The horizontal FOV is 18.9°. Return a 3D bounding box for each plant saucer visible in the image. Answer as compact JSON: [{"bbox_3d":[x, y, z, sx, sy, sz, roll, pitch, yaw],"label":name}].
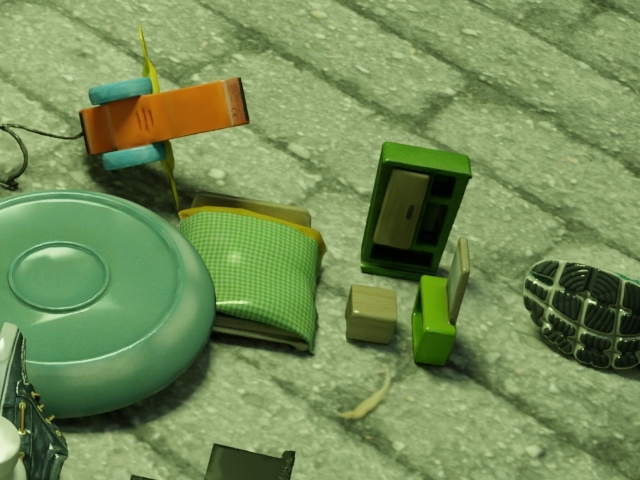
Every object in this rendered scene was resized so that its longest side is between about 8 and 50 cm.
[{"bbox_3d":[-0.262,0.047,1.936,0.317,0.044,0.317,4,42,-3],"label":"plant saucer"}]

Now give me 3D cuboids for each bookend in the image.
[{"bbox_3d":[-0.113,0.250,1.736,0.157,0.072,0.156,13,36,-1],"label":"bookend"}]

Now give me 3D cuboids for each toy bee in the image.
[{"bbox_3d":[-0.209,-0.143,2.144,0.298,0.195,0.162,12,11,14],"label":"toy bee"}]

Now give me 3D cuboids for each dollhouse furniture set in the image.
[{"bbox_3d":[0.000,0.000,2.031,0.301,0.151,0.197,9,37,-7],"label":"dollhouse furniture set"}]

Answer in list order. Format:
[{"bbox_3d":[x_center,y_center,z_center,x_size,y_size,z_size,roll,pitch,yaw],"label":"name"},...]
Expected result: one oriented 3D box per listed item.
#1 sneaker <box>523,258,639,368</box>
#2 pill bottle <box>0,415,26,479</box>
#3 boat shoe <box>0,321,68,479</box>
[{"bbox_3d":[0.350,0.087,2.105,0.275,0.107,0.110,18,17,-3],"label":"sneaker"},{"bbox_3d":[-0.296,0.224,1.634,0.087,0.160,0.087,9,37,-7],"label":"pill bottle"},{"bbox_3d":[-0.274,0.166,1.781,0.083,0.065,0.183,12,58,-13],"label":"boat shoe"}]
